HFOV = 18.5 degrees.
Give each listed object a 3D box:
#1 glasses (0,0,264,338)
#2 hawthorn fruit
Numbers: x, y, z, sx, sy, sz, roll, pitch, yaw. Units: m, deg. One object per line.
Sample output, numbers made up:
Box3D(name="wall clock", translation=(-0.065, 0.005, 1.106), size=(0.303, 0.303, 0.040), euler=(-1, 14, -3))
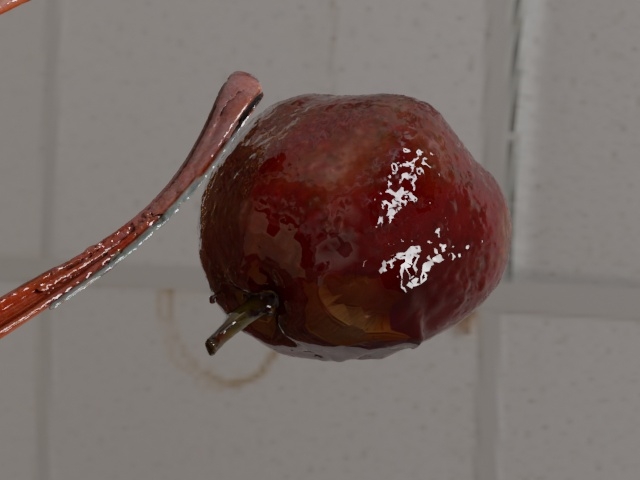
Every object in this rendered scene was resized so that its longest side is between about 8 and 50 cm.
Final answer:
Box3D(name="glasses", translation=(-0.103, -0.041, 0.841), size=(0.118, 0.268, 0.234), euler=(48, -27, 26))
Box3D(name="hawthorn fruit", translation=(0.000, 0.000, 1.481), size=(0.230, 0.266, 0.210), euler=(21, -49, 41))
